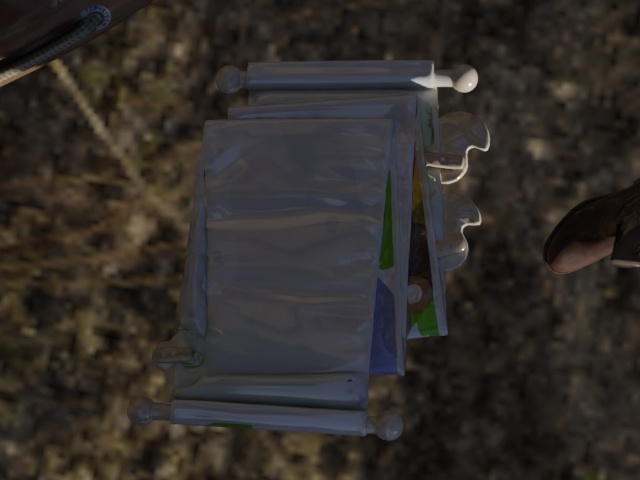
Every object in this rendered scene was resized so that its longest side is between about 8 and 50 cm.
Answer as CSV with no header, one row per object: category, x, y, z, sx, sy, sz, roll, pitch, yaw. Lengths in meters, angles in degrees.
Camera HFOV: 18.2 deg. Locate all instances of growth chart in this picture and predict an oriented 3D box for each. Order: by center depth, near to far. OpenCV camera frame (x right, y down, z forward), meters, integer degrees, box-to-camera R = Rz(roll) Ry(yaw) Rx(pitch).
growth chart,0.000,0.000,1.100,0.021,0.172,0.237,79,20,-68

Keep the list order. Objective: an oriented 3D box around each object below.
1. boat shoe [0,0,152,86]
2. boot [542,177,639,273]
boat shoe,-0.188,-0.073,0.762,0.120,0.324,0.123,42,44,-33
boot,0.179,0.001,1.212,0.037,0.106,0.114,48,17,-10
